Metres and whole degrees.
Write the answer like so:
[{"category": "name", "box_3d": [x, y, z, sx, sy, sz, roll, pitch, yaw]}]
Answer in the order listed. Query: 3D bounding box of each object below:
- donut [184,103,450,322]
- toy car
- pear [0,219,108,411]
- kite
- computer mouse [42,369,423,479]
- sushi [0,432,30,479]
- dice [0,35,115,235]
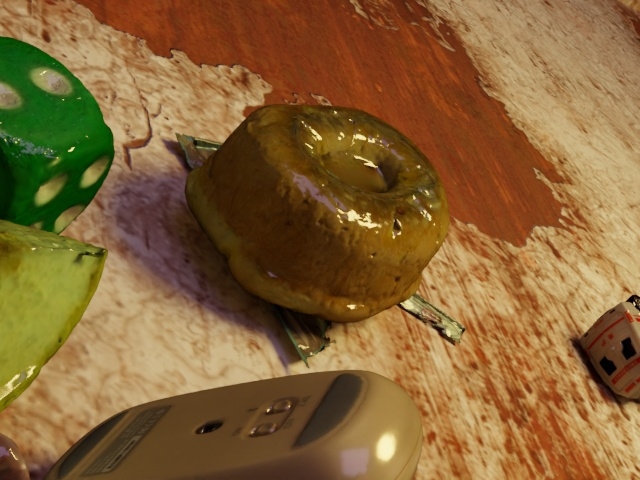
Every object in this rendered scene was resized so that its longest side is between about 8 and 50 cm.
[{"category": "donut", "box_3d": [0.013, -0.030, 0.900, 0.208, 0.128, 0.261, 49, 33, 18]}, {"category": "toy car", "box_3d": [0.421, 0.140, 1.163, 0.209, 0.089, 0.108, 11, 40, -34]}, {"category": "pear", "box_3d": [-0.297, 0.026, 0.521, 0.239, 0.139, 0.288, 22, 6, 21]}, {"category": "kite", "box_3d": [0.000, 0.001, 0.986, 0.368, 0.014, 0.406, 35, 30, -6]}, {"category": "computer mouse", "box_3d": [-0.053, 0.140, 0.551, 0.082, 0.236, 0.145, 69, 22, -14]}, {"category": "sushi", "box_3d": [-0.151, 0.204, 0.398, 0.270, 0.171, 0.236, 45, 31, 22]}, {"category": "dice", "box_3d": [-0.241, -0.065, 0.708, 0.131, 0.128, 0.120, 42, 32, 4]}]
